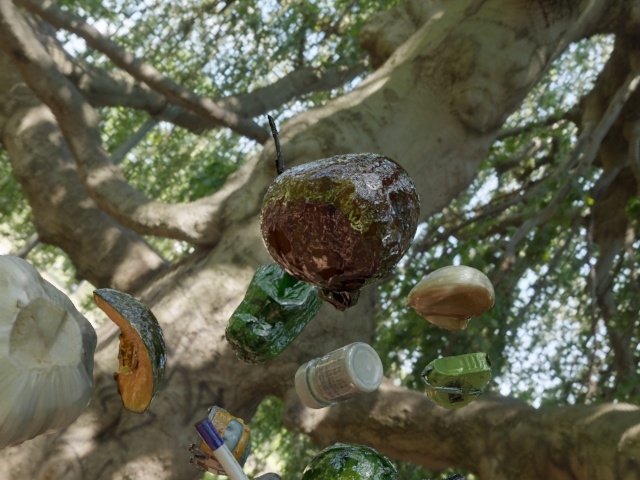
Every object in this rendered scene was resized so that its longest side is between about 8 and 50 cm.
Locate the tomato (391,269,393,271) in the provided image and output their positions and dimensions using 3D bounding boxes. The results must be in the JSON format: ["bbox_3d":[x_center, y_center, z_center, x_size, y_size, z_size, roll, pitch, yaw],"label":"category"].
[{"bbox_3d":[0.000,0.005,1.494,0.309,0.170,0.309,24,-24,12],"label":"tomato"}]

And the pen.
[{"bbox_3d":[-0.158,0.461,1.314,0.269,0.033,0.033,56,-16,0],"label":"pen"}]

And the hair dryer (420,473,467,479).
[{"bbox_3d":[0.281,0.503,1.194,0.271,0.091,0.235,20,8,35],"label":"hair dryer"}]

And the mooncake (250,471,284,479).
[{"bbox_3d":[-0.070,0.507,1.002,0.306,0.154,0.306,47,-32,41],"label":"mooncake"}]

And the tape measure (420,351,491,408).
[{"bbox_3d":[0.346,0.367,1.756,0.087,0.177,0.154,-92,176,-54],"label":"tape measure"}]

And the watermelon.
[{"bbox_3d":[0.068,0.583,1.532,0.242,0.242,0.242,35,-15,11],"label":"watermelon"}]

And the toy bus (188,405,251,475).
[{"bbox_3d":[-0.244,0.512,1.699,0.136,0.126,0.209,22,-35,5],"label":"toy bus"}]

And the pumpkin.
[{"bbox_3d":[-0.423,0.247,1.655,0.169,0.148,0.312,-12,-83,37],"label":"pumpkin"}]

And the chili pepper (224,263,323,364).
[{"bbox_3d":[-0.111,0.177,1.906,0.213,0.385,0.167,45,-29,-11],"label":"chili pepper"}]

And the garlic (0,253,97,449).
[{"bbox_3d":[-0.530,0.191,1.143,0.317,0.259,0.317,46,27,-31],"label":"garlic"}]

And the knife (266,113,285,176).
[{"bbox_3d":[-0.098,-0.190,1.609,0.045,0.021,0.222,-63,142,-73],"label":"knife"}]

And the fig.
[{"bbox_3d":[0.033,-0.024,0.955,0.214,0.235,0.235,64,-12,9],"label":"fig"}]

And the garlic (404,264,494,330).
[{"bbox_3d":[0.325,0.135,1.735,0.228,0.110,0.217,14,-37,-25],"label":"garlic"}]

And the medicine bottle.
[{"bbox_3d":[0.037,0.275,1.372,0.105,0.105,0.168,43,-45,-18],"label":"medicine bottle"}]
